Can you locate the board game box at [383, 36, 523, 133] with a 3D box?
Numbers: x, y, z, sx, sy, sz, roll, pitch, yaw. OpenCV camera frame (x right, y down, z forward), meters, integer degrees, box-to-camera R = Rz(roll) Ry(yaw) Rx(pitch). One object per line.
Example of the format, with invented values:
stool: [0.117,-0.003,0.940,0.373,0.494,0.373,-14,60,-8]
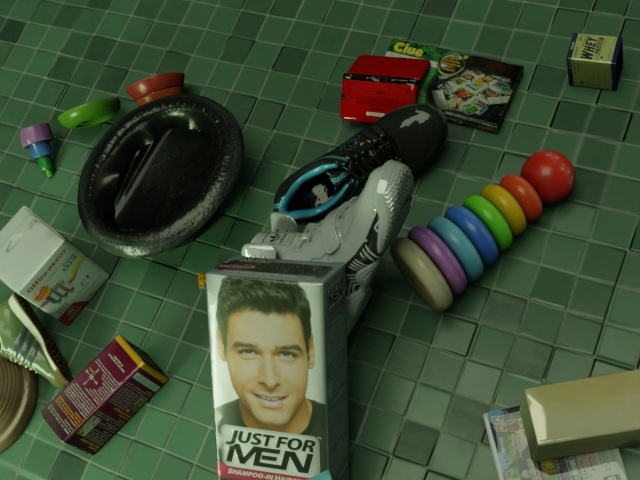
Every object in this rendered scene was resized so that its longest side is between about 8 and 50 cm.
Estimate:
board game box: [0.226,-0.286,1.762,0.259,0.030,0.136,19,75,24]

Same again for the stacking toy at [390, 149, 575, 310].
stacking toy: [0.279,-0.035,1.575,0.330,0.141,0.141,-37,61,-6]

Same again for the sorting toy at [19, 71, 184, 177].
sorting toy: [-0.419,-0.216,1.910,0.365,0.127,0.126,-19,91,11]

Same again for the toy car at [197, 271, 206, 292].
toy car: [-0.162,0.085,1.719,0.122,0.060,0.041,18,116,41]

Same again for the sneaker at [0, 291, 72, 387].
sneaker: [-0.529,0.194,1.727,0.086,0.064,0.192,-32,91,1]

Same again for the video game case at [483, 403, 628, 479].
video game case: [0.355,0.335,1.438,0.183,0.023,0.201,-15,64,10]

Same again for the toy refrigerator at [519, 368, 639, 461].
toy refrigerator: [0.431,0.241,1.388,0.269,0.102,0.094,-10,63,3]

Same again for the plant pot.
plant pot: [-0.640,0.273,1.731,0.237,0.110,0.237,-7,63,15]

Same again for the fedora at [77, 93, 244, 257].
fedora: [-0.272,-0.098,1.760,0.334,0.152,0.334,-7,63,14]

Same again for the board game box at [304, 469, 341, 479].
board game box: [-0.044,0.436,1.337,0.253,0.336,0.079,-25,61,5]

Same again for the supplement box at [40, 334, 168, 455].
supplement box: [-0.368,0.266,1.650,0.188,0.104,0.081,-45,61,-6]

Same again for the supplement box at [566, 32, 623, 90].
supplement box: [0.474,-0.308,1.661,0.083,0.083,0.056,11,69,23]

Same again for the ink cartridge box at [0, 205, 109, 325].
ink cartridge box: [-0.500,0.048,1.751,0.127,0.176,0.128,34,80,28]

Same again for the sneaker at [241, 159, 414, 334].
sneaker: [0.000,0.000,1.513,0.210,0.366,0.137,27,39,8]

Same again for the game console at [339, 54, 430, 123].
game console: [0.119,-0.276,1.768,0.144,0.085,0.124,9,100,22]

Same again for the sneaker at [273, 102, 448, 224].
sneaker: [0.072,-0.119,1.654,0.341,0.139,0.125,-33,93,7]

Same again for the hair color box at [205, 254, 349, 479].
hair color box: [-0.060,0.219,1.456,0.185,0.113,0.374,3,105,19]
